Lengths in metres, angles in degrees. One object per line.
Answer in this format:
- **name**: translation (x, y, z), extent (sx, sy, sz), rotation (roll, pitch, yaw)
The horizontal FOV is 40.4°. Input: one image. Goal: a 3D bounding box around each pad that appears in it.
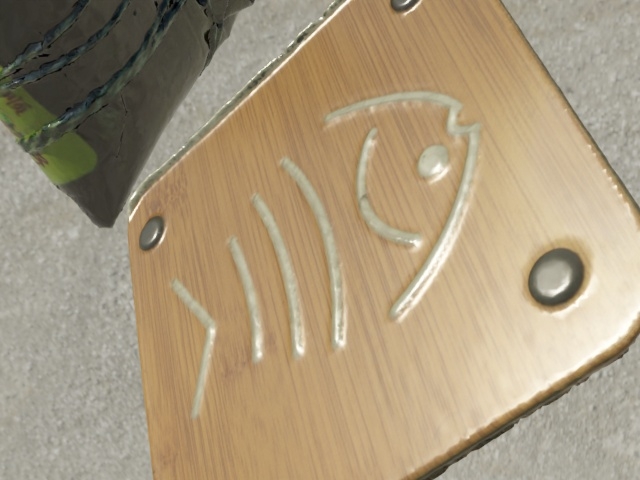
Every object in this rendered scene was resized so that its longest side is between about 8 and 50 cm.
- **pad**: translation (0.000, 0.000, 0.449), extent (0.284, 0.018, 0.287), rotation (-39, 46, 23)

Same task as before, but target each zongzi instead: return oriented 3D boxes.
- **zongzi**: translation (-0.216, -0.227, 0.698), extent (0.362, 0.383, 0.319), rotation (-5, 60, 58)
